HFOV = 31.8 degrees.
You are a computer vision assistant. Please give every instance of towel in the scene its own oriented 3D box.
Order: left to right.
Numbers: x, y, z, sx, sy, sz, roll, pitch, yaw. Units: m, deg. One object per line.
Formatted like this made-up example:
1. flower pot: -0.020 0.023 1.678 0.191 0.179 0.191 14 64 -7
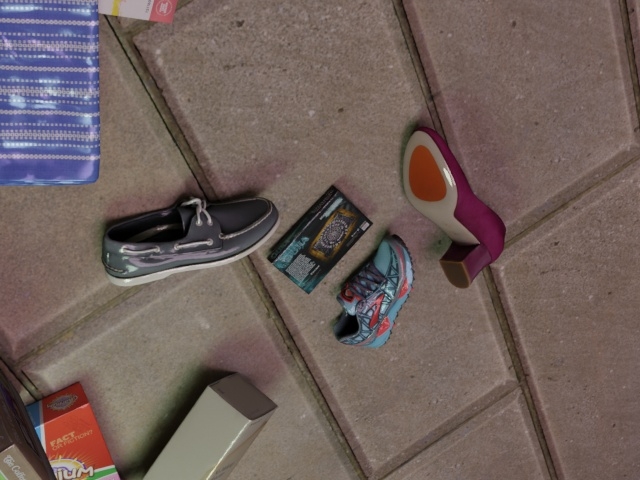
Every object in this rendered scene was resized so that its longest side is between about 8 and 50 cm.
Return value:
1. towel: -0.444 -0.225 1.628 0.243 0.040 0.336 0 123 -10

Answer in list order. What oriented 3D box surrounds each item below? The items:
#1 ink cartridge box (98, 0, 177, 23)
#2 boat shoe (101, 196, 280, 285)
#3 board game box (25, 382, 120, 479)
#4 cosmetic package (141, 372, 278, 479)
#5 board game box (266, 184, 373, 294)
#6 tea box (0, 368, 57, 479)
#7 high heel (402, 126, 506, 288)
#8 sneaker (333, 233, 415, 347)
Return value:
1. ink cartridge box: -0.302 -0.390 1.629 0.198 0.067 0.115 1 121 -33
2. boat shoe: -0.219 -0.018 1.914 0.320 0.116 0.099 -18 133 -14
3. board game box: -0.507 0.438 2.088 0.242 0.064 0.316 -25 131 -16
4. cosmetic package: -0.231 0.418 2.175 0.309 0.113 0.160 -54 167 14
5. board game box: 0.000 0.000 2.115 0.186 0.026 0.126 -47 132 0
6. tea box: -0.619 0.362 1.782 0.324 0.329 0.220 -31 132 -10
7. high heel: 0.269 -0.097 2.202 0.181 0.127 0.377 -49 136 -34
8. sneaker: 0.098 0.108 2.211 0.125 0.104 0.261 0 121 -30
